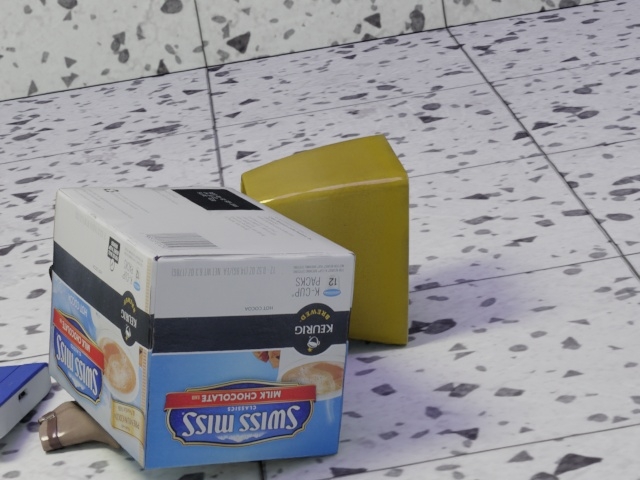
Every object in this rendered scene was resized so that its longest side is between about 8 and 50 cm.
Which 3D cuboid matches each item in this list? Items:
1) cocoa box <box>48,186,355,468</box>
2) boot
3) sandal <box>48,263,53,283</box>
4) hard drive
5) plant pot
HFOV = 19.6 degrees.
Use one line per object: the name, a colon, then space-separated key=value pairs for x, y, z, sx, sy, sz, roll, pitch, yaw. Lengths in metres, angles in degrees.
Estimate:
cocoa box: x=-0.140 y=0.085 z=2.024 sx=0.231 sy=0.228 sz=0.347 roll=-1 pitch=14 yaw=-25
boot: x=-0.270 y=0.214 z=2.068 sx=0.087 sy=0.042 sz=0.118 roll=-20 pitch=22 yaw=-9
sandal: x=-0.221 y=0.062 z=2.423 sx=0.167 sy=0.107 sz=0.446 roll=-19 pitch=8 yaw=-24
hard drive: x=-0.499 y=0.198 z=2.169 sx=0.318 sy=0.040 sz=0.210 roll=-6 pitch=11 yaw=10
plant pot: x=0.000 y=0.000 z=2.257 sx=0.187 sy=0.212 sz=0.212 roll=-3 pitch=18 yaw=-6
